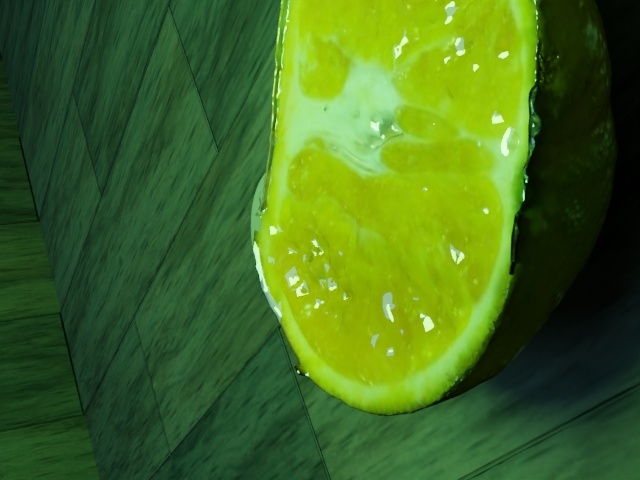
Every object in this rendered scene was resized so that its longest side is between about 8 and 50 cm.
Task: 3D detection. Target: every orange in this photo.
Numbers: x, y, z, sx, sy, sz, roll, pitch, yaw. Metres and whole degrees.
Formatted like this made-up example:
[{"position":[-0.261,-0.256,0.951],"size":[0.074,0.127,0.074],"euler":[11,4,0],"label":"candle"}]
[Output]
[{"position":[0.057,-0.052,0.536],"size":[0.274,0.274,0.310],"euler":[12,72,59],"label":"orange"}]

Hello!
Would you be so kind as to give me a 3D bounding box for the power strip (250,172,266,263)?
[{"position":[0.000,0.000,0.808],"size":[0.154,0.078,0.154],"euler":[20,115,54],"label":"power strip"}]
